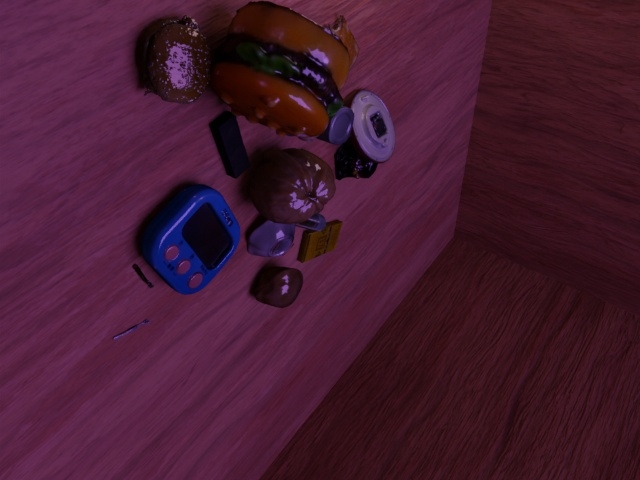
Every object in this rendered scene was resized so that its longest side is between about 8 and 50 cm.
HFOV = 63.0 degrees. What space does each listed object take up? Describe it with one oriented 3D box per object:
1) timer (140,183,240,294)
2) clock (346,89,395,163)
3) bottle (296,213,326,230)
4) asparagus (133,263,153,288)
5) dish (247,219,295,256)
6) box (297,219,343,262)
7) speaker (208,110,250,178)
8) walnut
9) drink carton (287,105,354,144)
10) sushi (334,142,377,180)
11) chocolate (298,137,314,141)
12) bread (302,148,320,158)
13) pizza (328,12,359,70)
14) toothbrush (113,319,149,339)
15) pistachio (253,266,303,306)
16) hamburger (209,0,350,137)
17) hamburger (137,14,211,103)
[{"bbox_3d":[-0.409,-0.002,1.679,0.309,0.115,0.340,-51,150,-20],"label":"timer"},{"bbox_3d":[0.226,-0.485,2.228,0.319,0.080,0.318,16,68,-46],"label":"clock"},{"bbox_3d":[-0.073,-0.094,2.208,0.286,0.082,0.082,14,101,-61],"label":"bottle"},{"bbox_3d":[-0.554,0.115,1.638,0.018,0.015,0.127,-48,149,-23],"label":"asparagus"},{"bbox_3d":[-0.172,0.005,2.045,0.229,0.081,0.229,-27,150,-17],"label":"dish"},{"bbox_3d":[0.000,0.000,2.464,0.279,0.041,0.153,-21,133,-53],"label":"box"},{"bbox_3d":[-0.290,-0.307,1.694,0.082,0.044,0.218,-49,150,-26],"label":"speaker"},{"bbox_3d":[-0.109,-0.195,1.861,0.296,0.285,0.285,-44,148,-18],"label":"walnut"},{"bbox_3d":[0.002,-0.450,1.924,0.185,0.190,0.191,-8,120,-51],"label":"drink carton"},{"bbox_3d":[0.176,-0.354,2.333,0.172,0.150,0.153,-45,147,-31],"label":"sushi"},{"bbox_3d":[-0.044,-0.461,1.764,0.134,0.134,0.309,68,15,-55],"label":"chocolate"},{"bbox_3d":[-0.050,-0.241,2.097,0.140,0.106,0.236,-42,145,-32],"label":"bread"},{"bbox_3d":[0.070,-0.723,1.958,0.181,0.034,0.262,-58,152,-11],"label":"pizza"},{"bbox_3d":[-0.613,0.289,1.694,0.131,0.013,0.011,-27,131,-44],"label":"toothbrush"},{"bbox_3d":[-0.161,0.201,2.234,0.213,0.162,0.260,-31,156,11],"label":"pistachio"},{"bbox_3d":[-0.119,-0.456,1.508,0.396,0.396,0.277,25,87,-62],"label":"hamburger"},{"bbox_3d":[-0.367,-0.466,1.343,0.189,0.122,0.215,-17,125,-50],"label":"hamburger"}]
